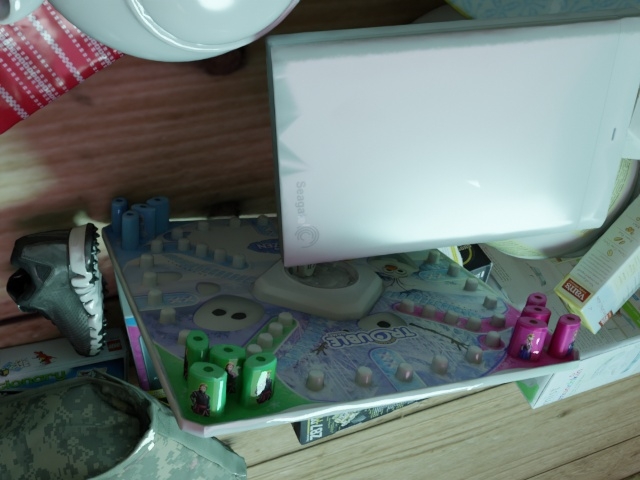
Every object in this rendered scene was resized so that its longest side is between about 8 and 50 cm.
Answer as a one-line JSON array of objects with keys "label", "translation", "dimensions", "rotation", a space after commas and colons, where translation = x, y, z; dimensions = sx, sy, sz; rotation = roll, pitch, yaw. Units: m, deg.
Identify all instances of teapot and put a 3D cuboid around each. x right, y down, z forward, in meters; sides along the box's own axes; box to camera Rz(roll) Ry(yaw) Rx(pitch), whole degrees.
[{"label": "teapot", "translation": [-0.084, -0.227, 0.490], "dimensions": [0.256, 0.187, 0.252], "rotation": [-49, 145, 10]}]

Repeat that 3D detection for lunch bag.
[{"label": "lunch bag", "translation": [-0.261, 0.280, 0.877], "dimensions": [0.287, 0.169, 0.235], "rotation": [-18, 140, 14]}]

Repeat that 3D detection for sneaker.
[{"label": "sneaker", "translation": [-0.309, 0.063, 0.816], "dimensions": [0.106, 0.078, 0.234], "rotation": [0, 142, -12]}]

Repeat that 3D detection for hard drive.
[{"label": "hard drive", "translation": [0.113, -0.085, 0.595], "dimensions": [0.307, 0.040, 0.203], "rotation": [-7, 124, -8]}]

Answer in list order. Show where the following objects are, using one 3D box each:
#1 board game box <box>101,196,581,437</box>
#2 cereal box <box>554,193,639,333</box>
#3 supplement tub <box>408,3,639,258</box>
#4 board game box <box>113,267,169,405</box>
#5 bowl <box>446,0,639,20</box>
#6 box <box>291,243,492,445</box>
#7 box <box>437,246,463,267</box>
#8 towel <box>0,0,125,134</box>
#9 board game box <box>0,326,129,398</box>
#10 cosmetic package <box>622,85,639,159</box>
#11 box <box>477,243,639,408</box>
[{"label": "board game box", "translation": [0.001, 0.034, 0.723], "dimensions": [0.390, 0.390, 0.050], "rotation": [-3, 114, -26]}, {"label": "cereal box", "translation": [0.390, 0.002, 0.838], "dimensions": [0.240, 0.047, 0.173], "rotation": [-48, 150, 5]}, {"label": "supplement tub", "translation": [0.225, -0.109, 0.816], "dimensions": [0.325, 0.235, 0.235], "rotation": [19, 122, -43]}, {"label": "board game box", "translation": [-0.151, 0.141, 0.969], "dimensions": [0.224, 0.097, 0.303], "rotation": [-12, 137, -15]}, {"label": "bowl", "translation": [0.219, -0.339, 0.597], "dimensions": [0.156, 0.289, 0.289], "rotation": [-55, 165, -46]}, {"label": "box", "translation": [0.097, 0.177, 1.165], "dimensions": [0.318, 0.097, 0.395], "rotation": [-19, 143, -16]}, {"label": "box", "translation": [0.086, 0.061, 0.934], "dimensions": [0.244, 0.060, 0.100], "rotation": [-36, 123, -25]}, {"label": "towel", "translation": [-0.213, -0.221, 0.562], "dimensions": [0.275, 0.031, 0.199], "rotation": [-35, 143, -6]}, {"label": "board game box", "translation": [-0.418, 0.224, 0.940], "dimensions": [0.305, 0.053, 0.193], "rotation": [-8, 137, -24]}, {"label": "cosmetic package", "translation": [0.331, -0.208, 0.686], "dimensions": [0.099, 0.060, 0.239], "rotation": [19, 88, -41]}, {"label": "box", "translation": [0.386, 0.109, 1.135], "dimensions": [0.231, 0.262, 0.127], "rotation": [-14, 140, -19]}]
